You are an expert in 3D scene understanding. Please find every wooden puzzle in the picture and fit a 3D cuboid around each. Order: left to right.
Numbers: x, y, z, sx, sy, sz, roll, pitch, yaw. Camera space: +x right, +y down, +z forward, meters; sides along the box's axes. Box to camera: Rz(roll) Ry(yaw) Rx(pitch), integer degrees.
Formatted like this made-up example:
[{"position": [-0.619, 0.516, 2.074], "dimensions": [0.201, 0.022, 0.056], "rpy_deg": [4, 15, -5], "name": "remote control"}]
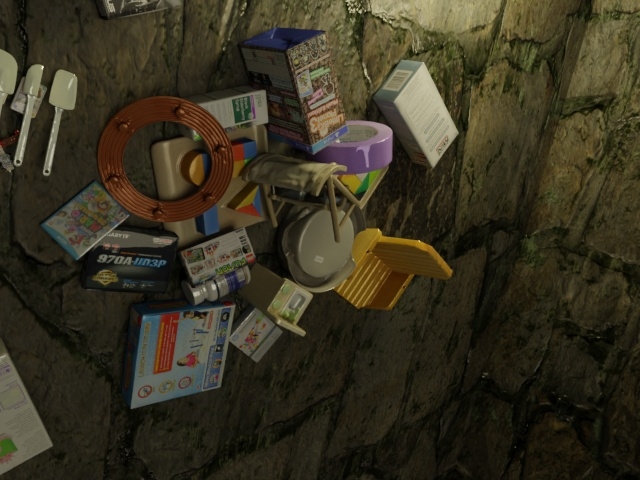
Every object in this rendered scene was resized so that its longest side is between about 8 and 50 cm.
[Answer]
[{"position": [-0.287, -0.153, 1.467], "dimensions": [0.348, 0.080, 0.322], "rpy_deg": [-21, 123, -34], "name": "wooden puzzle"}, {"position": [0.138, -0.246, 1.833], "dimensions": [0.239, 0.044, 0.221], "rpy_deg": [38, 83, -45], "name": "wooden puzzle"}]

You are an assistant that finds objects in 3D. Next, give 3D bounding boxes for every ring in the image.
[{"position": [-0.388, -0.195, 1.302], "dimensions": [0.337, 0.032, 0.336], "rpy_deg": [-8, 120, -15], "name": "ring"}]

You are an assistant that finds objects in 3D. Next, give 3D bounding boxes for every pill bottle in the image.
[{"position": [-0.318, 0.120, 1.549], "dimensions": [0.187, 0.112, 0.112], "rpy_deg": [-26, 125, -31], "name": "pill bottle"}]

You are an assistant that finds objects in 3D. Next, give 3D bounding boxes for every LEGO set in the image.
[{"position": [-0.715, -0.254, 1.069], "dimensions": [0.182, 0.060, 0.244], "rpy_deg": [24, 81, -46], "name": "LEGO set"}]

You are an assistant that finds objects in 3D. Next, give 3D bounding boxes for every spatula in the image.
[{"position": [-0.631, -0.267, 1.106], "dimensions": [0.168, 0.019, 0.241], "rpy_deg": [9, 93, -51], "name": "spatula"}]

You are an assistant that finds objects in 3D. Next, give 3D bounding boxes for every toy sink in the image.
[{"position": [-0.130, 0.187, 1.666], "dimensions": [0.153, 0.234, 0.131], "rpy_deg": [36, 85, -45], "name": "toy sink"}]

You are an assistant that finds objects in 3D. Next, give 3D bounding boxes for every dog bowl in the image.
[{"position": [0.000, 0.000, 1.771], "dimensions": [0.349, 0.102, 0.348], "rpy_deg": [-15, 114, -35], "name": "dog bowl"}]

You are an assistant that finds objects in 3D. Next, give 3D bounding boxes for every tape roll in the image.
[{"position": [0.087, -0.296, 1.598], "dimensions": [0.275, 0.275, 0.090], "rpy_deg": [-24, 124, -32], "name": "tape roll"}]

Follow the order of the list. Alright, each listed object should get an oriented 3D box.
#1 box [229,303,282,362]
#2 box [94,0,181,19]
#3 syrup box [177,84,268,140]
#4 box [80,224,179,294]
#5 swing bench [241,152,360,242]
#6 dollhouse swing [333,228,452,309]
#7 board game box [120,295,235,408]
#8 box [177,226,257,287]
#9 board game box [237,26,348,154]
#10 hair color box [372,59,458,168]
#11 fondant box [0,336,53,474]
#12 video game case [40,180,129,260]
[{"position": [-0.232, 0.324, 1.780], "dimensions": [0.145, 0.038, 0.186], "rpy_deg": [-49, 133, -13], "name": "box"}, {"position": [-0.429, -0.626, 1.127], "dimensions": [0.183, 0.056, 0.231], "rpy_deg": [-27, 126, -30], "name": "box"}, {"position": [-0.264, -0.350, 1.382], "dimensions": [0.237, 0.096, 0.093], "rpy_deg": [-23, 125, -32], "name": "syrup box"}, {"position": [-0.508, 0.051, 1.365], "dimensions": [0.220, 0.051, 0.175], "rpy_deg": [9, 104, -34], "name": "box"}, {"position": [-0.050, -0.148, 1.500], "dimensions": [0.165, 0.253, 0.254], "rpy_deg": [-61, 149, -24], "name": "swing bench"}, {"position": [0.271, 0.149, 1.962], "dimensions": [0.315, 0.305, 0.347], "rpy_deg": [-55, 136, -7], "name": "dollhouse swing"}, {"position": [-0.434, 0.331, 1.565], "dimensions": [0.302, 0.086, 0.308], "rpy_deg": [-1, 110, -42], "name": "board game box"}, {"position": [-0.297, 0.047, 1.483], "dimensions": [0.207, 0.036, 0.114], "rpy_deg": [-23, 98, -31], "name": "box"}, {"position": [-0.073, -0.421, 1.424], "dimensions": [0.141, 0.232, 0.291], "rpy_deg": [-35, 131, -25], "name": "board game box"}, {"position": [0.359, -0.458, 1.883], "dimensions": [0.185, 0.114, 0.374], "rpy_deg": [-53, 134, -8], "name": "hair color box"}, {"position": [-0.838, 0.432, 1.243], "dimensions": [0.238, 0.096, 0.330], "rpy_deg": [-25, 124, -32], "name": "fondant box"}, {"position": [-0.576, -0.050, 1.256], "dimensions": [0.166, 0.015, 0.119], "rpy_deg": [-45, 98, -16], "name": "video game case"}]
